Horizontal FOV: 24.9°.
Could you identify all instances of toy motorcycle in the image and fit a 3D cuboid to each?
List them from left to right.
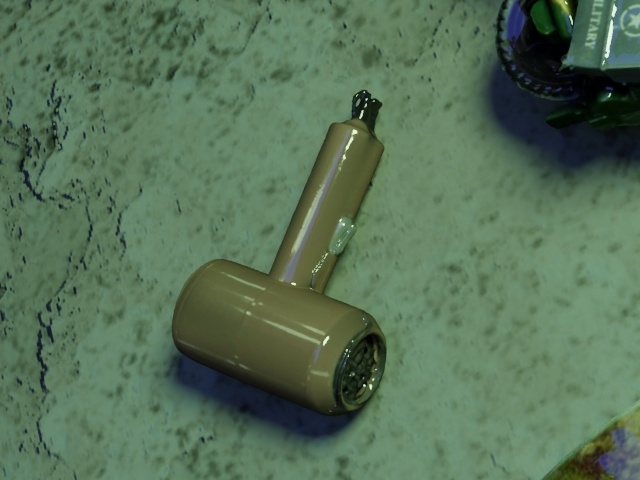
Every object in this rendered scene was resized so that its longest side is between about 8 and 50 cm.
[{"bbox_3d":[0.184,-0.187,0.726,0.187,0.125,0.275,9,87,31],"label":"toy motorcycle"}]

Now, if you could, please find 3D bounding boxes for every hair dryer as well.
[{"bbox_3d":[0.000,0.000,0.821,0.117,0.064,0.182,18,82,30],"label":"hair dryer"}]

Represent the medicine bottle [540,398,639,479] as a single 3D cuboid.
[{"bbox_3d":[0.227,0.211,0.586,0.151,0.151,0.322,-43,62,14],"label":"medicine bottle"}]
